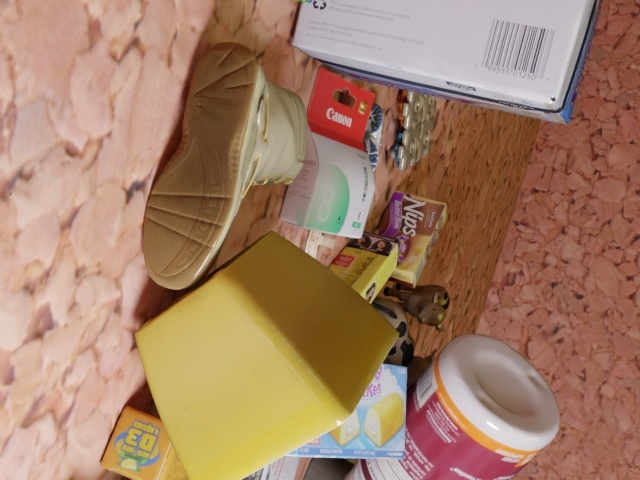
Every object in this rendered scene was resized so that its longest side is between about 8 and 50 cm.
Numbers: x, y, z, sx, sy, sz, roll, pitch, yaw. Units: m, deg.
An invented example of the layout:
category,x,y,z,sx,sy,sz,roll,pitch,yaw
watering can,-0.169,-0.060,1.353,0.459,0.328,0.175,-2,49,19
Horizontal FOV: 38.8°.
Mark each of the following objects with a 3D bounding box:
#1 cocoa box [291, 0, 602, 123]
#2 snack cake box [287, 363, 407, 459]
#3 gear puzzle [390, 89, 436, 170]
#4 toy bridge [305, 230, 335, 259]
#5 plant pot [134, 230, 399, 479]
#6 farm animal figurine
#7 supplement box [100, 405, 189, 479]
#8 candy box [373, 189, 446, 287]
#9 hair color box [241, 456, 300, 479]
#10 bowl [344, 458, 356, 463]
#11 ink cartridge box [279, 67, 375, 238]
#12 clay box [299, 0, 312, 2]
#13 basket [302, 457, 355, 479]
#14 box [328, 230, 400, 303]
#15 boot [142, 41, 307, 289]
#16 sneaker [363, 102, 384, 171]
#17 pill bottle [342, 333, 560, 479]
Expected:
category,x,y,z,sx,sy,sz,roll,pitch,yaw
cocoa box,0.178,-0.307,1.187,0.228,0.347,0.231,2,103,-71
snack cake box,0.022,0.256,1.403,0.264,0.089,0.152,16,73,-47
gear puzzle,0.176,-0.303,1.664,0.175,0.044,0.339,-35,135,-59
toy bridge,0.000,0.000,1.431,0.063,0.026,0.188,18,88,-69
plant pot,-0.072,0.116,0.997,0.212,0.187,0.212,-33,-175,26
farm animal figurine,0.143,0.193,1.684,0.327,0.172,0.330,48,58,-53
supplement box,-0.170,0.262,1.092,0.233,0.078,0.080,52,57,-68
candy box,0.163,-0.005,1.754,0.053,0.109,0.186,80,33,-51
hair color box,-0.078,0.337,1.446,0.167,0.053,0.093,39,68,-71
bowl,0.068,0.398,1.904,0.142,0.053,0.142,-50,150,-51
ink cartridge box,0.031,-0.121,1.338,0.181,0.056,0.224,9,99,-60
clay box,-0.048,-0.355,0.969,0.222,0.053,0.127,19,87,-72
basket,0.079,0.536,1.777,0.154,0.227,0.204,-9,113,-69
box,0.057,0.067,1.557,0.232,0.087,0.058,-48,146,-50
boot,-0.096,-0.067,1.015,0.203,0.095,0.262,20,83,-73
sneaker,0.080,-0.155,1.494,0.058,0.052,0.135,1,105,-75
pill bottle,0.204,0.363,1.553,0.392,0.224,0.224,-56,172,32
